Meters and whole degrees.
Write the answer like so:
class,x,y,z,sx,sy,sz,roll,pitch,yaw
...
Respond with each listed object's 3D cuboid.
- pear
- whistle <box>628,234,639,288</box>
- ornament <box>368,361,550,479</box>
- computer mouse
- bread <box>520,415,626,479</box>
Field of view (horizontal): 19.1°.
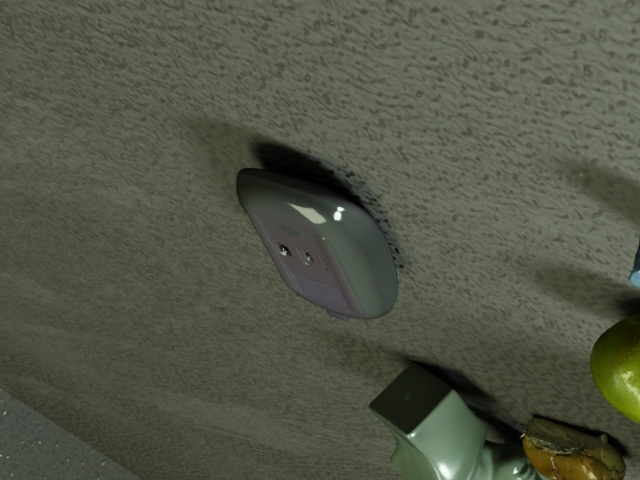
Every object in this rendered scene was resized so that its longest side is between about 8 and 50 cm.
class,x,y,z,sx,sy,sz,roll,pitch,yaw
pear,0.264,0.099,1.514,0.092,0.092,0.097,21,146,16
whistle,0.339,0.075,1.367,0.304,0.062,0.062,33,162,-22
ornament,0.161,0.240,2.012,0.285,0.120,0.130,36,-179,-26
computer mouse,0.000,-0.001,1.634,0.120,0.057,0.232,18,159,24
bread,0.258,0.222,1.932,0.106,0.053,0.072,19,159,39
